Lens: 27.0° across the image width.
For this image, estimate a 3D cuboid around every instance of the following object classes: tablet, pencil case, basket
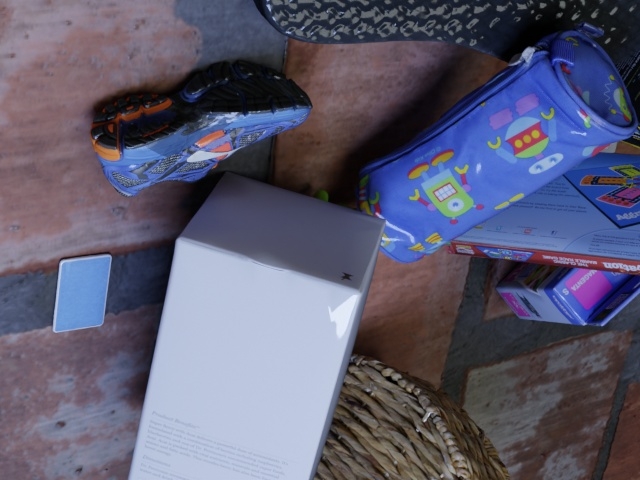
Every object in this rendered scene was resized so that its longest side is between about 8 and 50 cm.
[{"bbox_3d":[-0.234,0.052,1.308,0.054,0.006,0.083,-8,123,-32],"label":"tablet"},{"bbox_3d":[0.166,-0.092,1.334,0.133,0.119,0.306,41,129,-20],"label":"pencil case"},{"bbox_3d":[0.105,0.276,1.511,0.223,0.299,0.213,33,96,-43],"label":"basket"}]

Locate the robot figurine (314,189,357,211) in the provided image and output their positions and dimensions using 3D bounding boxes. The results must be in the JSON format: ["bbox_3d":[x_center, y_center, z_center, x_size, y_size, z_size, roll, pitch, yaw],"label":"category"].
[{"bbox_3d":[0.000,0.000,1.402,0.115,0.067,0.101,-15,140,-28],"label":"robot figurine"}]

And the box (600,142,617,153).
[{"bbox_3d":[0.286,-0.129,1.545,0.145,0.038,0.186,-14,126,-29],"label":"box"}]

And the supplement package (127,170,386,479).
[{"bbox_3d":[-0.062,0.112,1.313,0.177,0.175,0.293,17,116,4],"label":"supplement package"}]

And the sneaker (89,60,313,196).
[{"bbox_3d":[-0.111,-0.103,1.252,0.221,0.083,0.087,-16,142,-21],"label":"sneaker"}]

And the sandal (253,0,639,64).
[{"bbox_3d":[0.140,-0.266,1.311,0.445,0.107,0.167,4,119,-24],"label":"sandal"}]

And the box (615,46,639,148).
[{"bbox_3d":[0.426,-0.234,1.388,0.079,0.257,0.322,36,87,-38],"label":"box"}]

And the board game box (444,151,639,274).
[{"bbox_3d":[0.282,-0.034,1.412,0.145,0.281,0.027,-64,144,-29],"label":"board game box"}]

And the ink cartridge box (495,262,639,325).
[{"bbox_3d":[0.317,0.015,1.510,0.186,0.311,0.065,-41,95,-6],"label":"ink cartridge box"}]
